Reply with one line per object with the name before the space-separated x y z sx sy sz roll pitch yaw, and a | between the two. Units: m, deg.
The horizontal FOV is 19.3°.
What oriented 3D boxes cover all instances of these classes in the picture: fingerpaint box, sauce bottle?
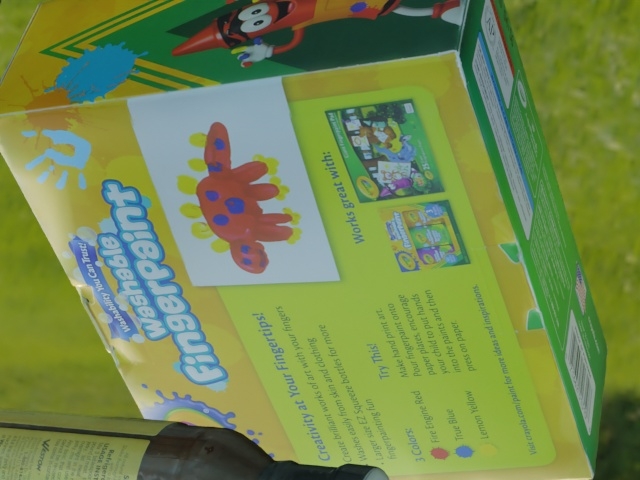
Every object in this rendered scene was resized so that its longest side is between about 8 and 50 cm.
fingerpaint box | 0.000 0.000 1.507 0.371 0.163 0.444 -7 131 20
sauce bottle | -0.118 0.183 1.348 0.344 0.111 0.111 3 146 27
